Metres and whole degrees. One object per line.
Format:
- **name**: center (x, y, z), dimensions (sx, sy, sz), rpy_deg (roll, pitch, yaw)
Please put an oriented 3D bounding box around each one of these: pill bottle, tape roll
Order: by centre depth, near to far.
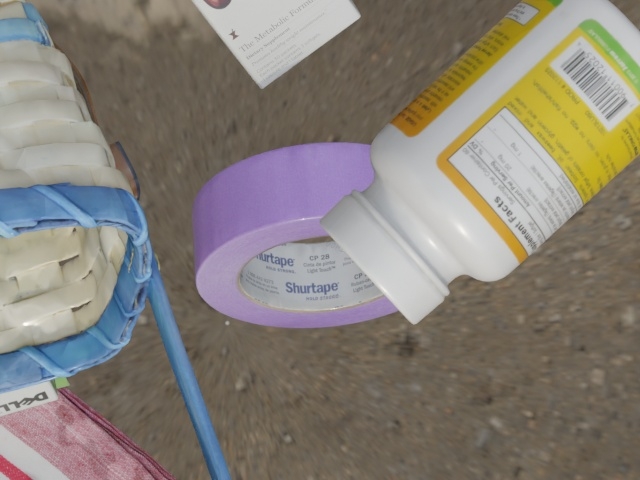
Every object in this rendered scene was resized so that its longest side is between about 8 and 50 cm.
- **pill bottle**: center (0.122, -0.059, 1.168), dimensions (0.245, 0.136, 0.136), rpy_deg (-42, 90, 1)
- **tape roll**: center (0.000, 0.000, 1.789), dimensions (0.274, 0.275, 0.090), rpy_deg (-4, 64, -3)

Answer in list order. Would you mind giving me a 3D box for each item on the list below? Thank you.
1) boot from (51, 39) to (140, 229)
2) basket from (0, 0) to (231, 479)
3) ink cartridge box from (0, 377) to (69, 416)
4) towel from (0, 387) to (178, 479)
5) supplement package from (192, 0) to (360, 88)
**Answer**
- **boot**: center (-0.266, -0.104, 1.546), dimensions (0.106, 0.082, 0.219), rpy_deg (-37, 95, -35)
- **basket**: center (-0.185, 0.045, 0.772), dimensions (0.254, 0.201, 0.289), rpy_deg (-8, 61, -14)
- **ink cartridge box**: center (-0.254, 0.079, 1.174), dimensions (0.109, 0.209, 0.062), rpy_deg (-17, 49, -1)
- **towel**: center (-0.313, 0.272, 1.462), dimensions (0.237, 0.037, 0.329), rpy_deg (37, 82, 7)
- **supplement package**: center (-0.090, -0.308, 1.743), dimensions (0.139, 0.134, 0.244), rpy_deg (-36, 125, 6)
